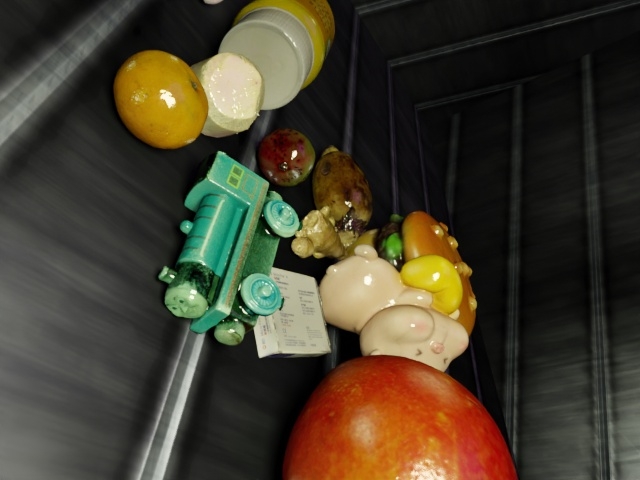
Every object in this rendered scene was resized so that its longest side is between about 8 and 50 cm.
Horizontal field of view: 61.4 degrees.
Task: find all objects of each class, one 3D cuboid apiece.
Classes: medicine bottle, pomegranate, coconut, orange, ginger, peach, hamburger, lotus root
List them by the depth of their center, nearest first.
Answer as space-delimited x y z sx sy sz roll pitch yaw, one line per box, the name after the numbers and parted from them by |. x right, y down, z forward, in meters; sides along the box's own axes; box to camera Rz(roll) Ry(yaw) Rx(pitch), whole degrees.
-0.246 -0.222 0.850 0.156 0.124 0.156 42 36 -40 | orange
0.115 0.363 0.861 0.388 0.388 0.388 47 31 -40 | peach
-0.186 -0.267 1.003 0.147 0.152 0.147 0 91 -35 | coconut
-0.058 0.139 1.037 0.201 0.052 0.171 19 53 -60 | medicine bottle
-0.078 -0.198 1.197 0.129 0.129 0.159 39 30 -49 | pomegranate
-0.001 -0.013 1.254 0.205 0.081 0.115 12 70 -63 | ginger
-0.095 -0.459 1.258 0.224 0.224 0.384 57 25 -25 | medicine bottle
0.056 -0.131 1.407 0.169 0.141 0.314 39 35 -56 | lotus root
0.266 0.127 1.472 0.396 0.277 0.396 46 32 -39 | hamburger

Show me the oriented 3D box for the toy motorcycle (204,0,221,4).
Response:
-0.258 -0.637 1.244 0.112 0.112 0.254 29 43 -56 | toy motorcycle

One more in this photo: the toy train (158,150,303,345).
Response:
-0.148 0.012 0.866 0.194 0.120 0.298 32 45 -24 | toy train

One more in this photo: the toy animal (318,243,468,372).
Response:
0.167 0.169 1.123 0.345 0.277 0.247 32 36 -21 | toy animal
